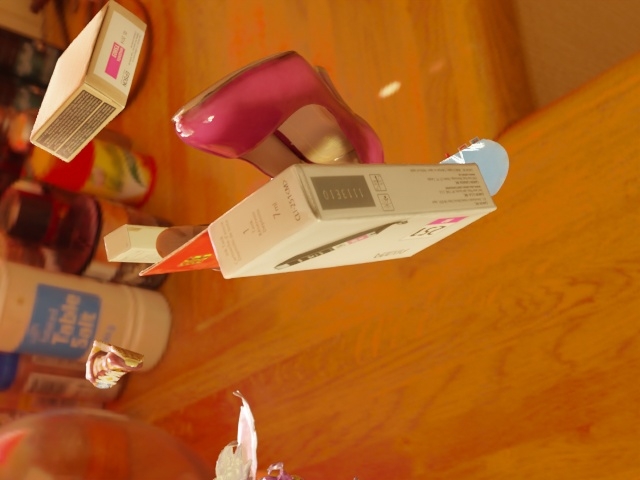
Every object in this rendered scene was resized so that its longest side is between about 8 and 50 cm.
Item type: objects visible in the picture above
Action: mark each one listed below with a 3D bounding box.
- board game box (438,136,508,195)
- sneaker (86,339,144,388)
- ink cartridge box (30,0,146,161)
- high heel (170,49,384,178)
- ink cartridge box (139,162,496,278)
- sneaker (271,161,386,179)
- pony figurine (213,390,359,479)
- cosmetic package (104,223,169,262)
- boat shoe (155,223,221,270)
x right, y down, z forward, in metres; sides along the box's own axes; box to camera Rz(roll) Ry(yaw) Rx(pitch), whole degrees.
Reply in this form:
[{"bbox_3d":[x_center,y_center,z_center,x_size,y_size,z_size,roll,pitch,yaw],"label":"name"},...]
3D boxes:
[{"bbox_3d":[0.204,-0.096,1.484,0.168,0.133,0.033,-29,51,2],"label":"board game box"},{"bbox_3d":[-0.384,0.239,1.807,0.185,0.069,0.084,1,71,62],"label":"sneaker"},{"bbox_3d":[-0.415,-0.286,1.751,0.193,0.088,0.235,-33,37,37],"label":"ink cartridge box"},{"bbox_3d":[-0.016,-0.088,0.990,0.127,0.377,0.181,-29,90,24],"label":"high heel"},{"bbox_3d":[0.000,0.000,0.951,0.239,0.275,0.060,-33,72,39],"label":"ink cartridge box"},{"bbox_3d":[0.014,-0.116,1.622,0.147,0.104,0.296,-30,40,-16],"label":"sneaker"},{"bbox_3d":[-0.102,0.495,1.796,0.303,0.363,0.351,-62,-17,-76],"label":"pony figurine"},{"bbox_3d":[-0.270,0.006,1.504,0.060,0.115,0.041,-25,72,34],"label":"cosmetic package"},{"bbox_3d":[-0.132,0.009,1.399,0.207,0.073,0.073,5,81,24],"label":"boat shoe"}]
